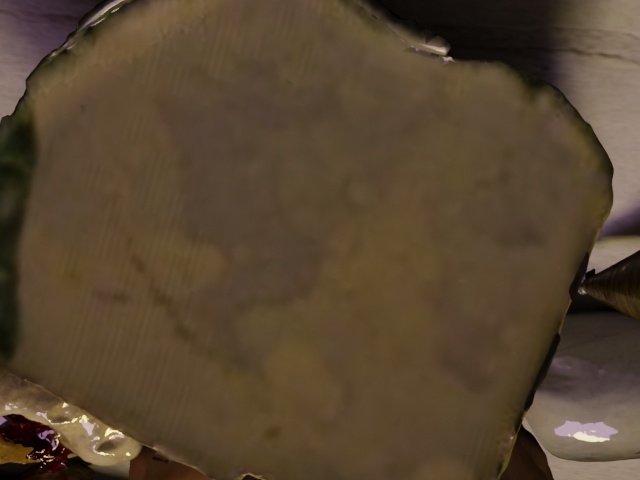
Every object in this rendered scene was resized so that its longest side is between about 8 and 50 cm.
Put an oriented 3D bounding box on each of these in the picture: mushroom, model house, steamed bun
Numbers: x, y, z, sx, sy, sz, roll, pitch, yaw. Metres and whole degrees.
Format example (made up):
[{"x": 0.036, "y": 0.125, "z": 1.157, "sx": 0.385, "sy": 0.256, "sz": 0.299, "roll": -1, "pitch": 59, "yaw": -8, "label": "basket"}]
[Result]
[{"x": 0.259, "y": 0.089, "z": 1.241, "sx": 0.270, "sy": 0.103, "sz": 0.118, "roll": -10, "pitch": 156, "yaw": 15, "label": "mushroom"}, {"x": 0.000, "y": 0.000, "z": 1.029, "sx": 0.321, "sy": 0.261, "sz": 0.266, "roll": 24, "pitch": -178, "yaw": 8, "label": "model house"}, {"x": -0.180, "y": 0.087, "z": 1.253, "sx": 0.155, "sy": 0.172, "sz": 0.141, "roll": 17, "pitch": 175, "yaw": 25, "label": "steamed bun"}]

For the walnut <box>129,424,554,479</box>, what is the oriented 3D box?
[{"x": 0.029, "y": 0.204, "z": 1.328, "sx": 0.306, "sy": 0.306, "sz": 0.344, "roll": -5, "pitch": 154, "yaw": 27, "label": "walnut"}]

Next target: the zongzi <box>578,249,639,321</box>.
[{"x": 0.307, "y": 0.043, "z": 1.111, "sx": 0.221, "sy": 0.112, "sz": 0.242, "roll": 19, "pitch": 161, "yaw": -22, "label": "zongzi"}]

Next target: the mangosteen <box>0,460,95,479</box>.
[{"x": -0.262, "y": 0.398, "z": 1.814, "sx": 0.382, "sy": 0.382, "sz": 0.435, "roll": -20, "pitch": 104, "yaw": 46, "label": "mangosteen"}]
